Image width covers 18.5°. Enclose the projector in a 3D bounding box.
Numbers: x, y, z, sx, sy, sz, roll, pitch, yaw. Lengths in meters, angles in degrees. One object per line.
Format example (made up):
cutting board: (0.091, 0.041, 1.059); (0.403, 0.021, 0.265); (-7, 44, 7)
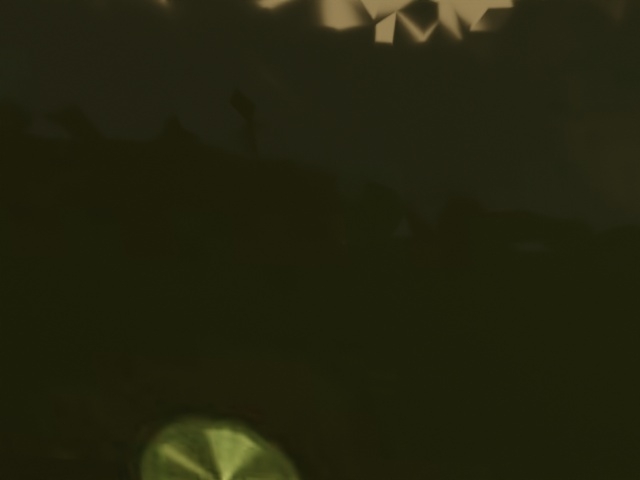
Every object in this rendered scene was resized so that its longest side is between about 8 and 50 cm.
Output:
projector: (0.000, 0.000, 0.642); (0.395, 0.242, 0.405); (3, 125, 17)
